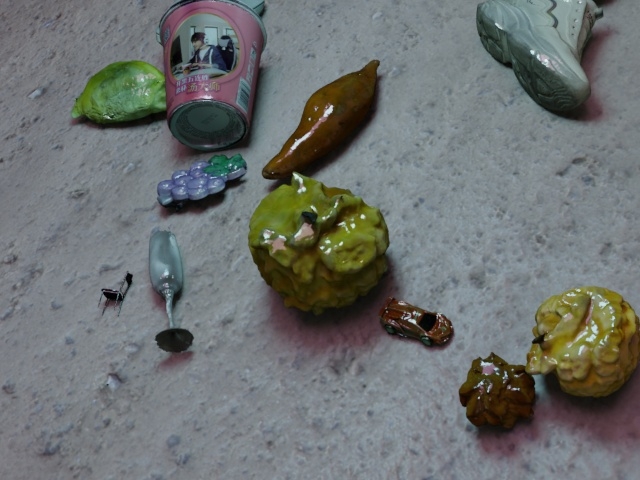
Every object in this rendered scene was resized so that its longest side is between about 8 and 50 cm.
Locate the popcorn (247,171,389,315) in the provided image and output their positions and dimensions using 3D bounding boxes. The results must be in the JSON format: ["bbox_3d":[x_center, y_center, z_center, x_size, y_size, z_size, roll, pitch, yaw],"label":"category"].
[{"bbox_3d":[-0.007,-0.001,1.618,0.249,0.225,0.249,-14,52,18],"label":"popcorn"}]

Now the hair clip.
[{"bbox_3d":[-0.228,-0.114,1.907,0.195,0.052,0.124,-31,43,-18],"label":"hair clip"}]

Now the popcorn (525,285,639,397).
[{"bbox_3d":[0.385,0.147,1.417,0.180,0.170,0.180,-49,24,31],"label":"popcorn"}]

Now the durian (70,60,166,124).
[{"bbox_3d":[-0.428,-0.324,2.103,0.250,0.101,0.139,3,53,23],"label":"durian"}]

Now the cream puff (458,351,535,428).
[{"bbox_3d":[0.259,0.222,1.431,0.122,0.094,0.116,-34,47,-6],"label":"cream puff"}]

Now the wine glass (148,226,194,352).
[{"bbox_3d":[-0.274,0.082,1.738,0.074,0.074,0.262,-18,46,3],"label":"wine glass"}]

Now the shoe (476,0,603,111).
[{"bbox_3d":[0.456,-0.394,1.855,0.210,0.132,0.342,-27,45,-2],"label":"shoe"}]

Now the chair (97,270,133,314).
[{"bbox_3d":[-0.379,0.096,1.780,0.042,0.037,0.086,10,58,11],"label":"chair"}]

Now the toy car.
[{"bbox_3d":[0.156,0.132,1.577,0.121,0.035,0.059,15,54,30],"label":"toy car"}]

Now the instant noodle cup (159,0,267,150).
[{"bbox_3d":[-0.226,-0.330,1.978,0.243,0.244,0.255,-8,58,12],"label":"instant noodle cup"}]

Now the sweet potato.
[{"bbox_3d":[0.021,-0.245,1.891,0.112,0.112,0.359,21,57,31],"label":"sweet potato"}]

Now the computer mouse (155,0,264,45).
[{"bbox_3d":[-0.251,-0.510,2.172,0.159,0.097,0.288,11,44,34],"label":"computer mouse"}]
